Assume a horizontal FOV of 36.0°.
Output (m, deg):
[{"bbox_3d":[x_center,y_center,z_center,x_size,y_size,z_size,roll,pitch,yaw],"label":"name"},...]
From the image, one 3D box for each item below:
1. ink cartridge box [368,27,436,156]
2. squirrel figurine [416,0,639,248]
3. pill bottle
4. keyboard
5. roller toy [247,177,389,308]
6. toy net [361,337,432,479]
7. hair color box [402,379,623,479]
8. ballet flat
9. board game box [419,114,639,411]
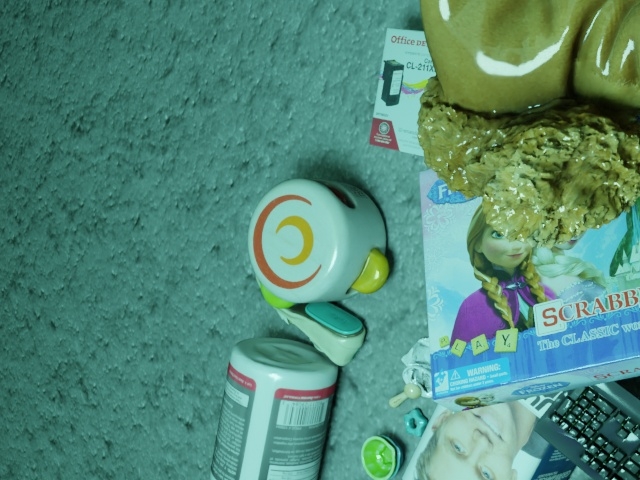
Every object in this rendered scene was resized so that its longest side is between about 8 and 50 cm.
[{"bbox_3d":[0.148,-0.214,1.423,0.127,0.072,0.175,18,104,46],"label":"ink cartridge box"},{"bbox_3d":[0.302,-0.175,1.074,0.370,0.281,0.397,23,96,33],"label":"squirrel figurine"},{"bbox_3d":[-0.083,0.332,1.599,0.176,0.176,0.318,22,106,44],"label":"pill bottle"},{"bbox_3d":[0.380,0.308,1.132,0.317,0.033,0.201,39,123,16],"label":"keyboard"},{"bbox_3d":[0.000,0.000,1.531,0.209,0.146,0.191,-14,81,36],"label":"roller toy"},{"bbox_3d":[0.136,0.260,1.460,0.122,0.045,0.232,26,109,44],"label":"toy net"},{"bbox_3d":[0.256,0.227,1.290,0.174,0.105,0.347,40,119,39],"label":"hair color box"},{"bbox_3d":[-0.024,0.120,1.612,0.248,0.086,0.086,38,117,39],"label":"ballet flat"},{"bbox_3d":[0.276,0.019,1.174,0.319,0.066,0.318,-18,58,30],"label":"board game box"}]
